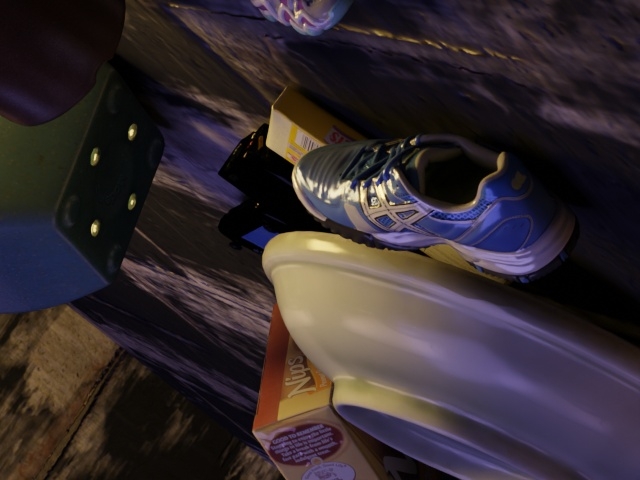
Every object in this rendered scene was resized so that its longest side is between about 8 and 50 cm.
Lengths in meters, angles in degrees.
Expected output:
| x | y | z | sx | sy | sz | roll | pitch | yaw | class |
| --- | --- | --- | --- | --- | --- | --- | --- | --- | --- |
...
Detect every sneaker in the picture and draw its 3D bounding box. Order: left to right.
| x | y | z | sx | sy | sz | roll | pitch | yaw | class |
| --- | --- | --- | --- | --- | --- | --- | --- | --- | --- |
| -0.027 | -0.148 | 1.000 | 0.069 | 0.038 | 0.098 | 40 | 166 | -30 | sneaker |
| 0.063 | -0.039 | 1.131 | 0.211 | 0.080 | 0.081 | 11 | 149 | 40 | sneaker |

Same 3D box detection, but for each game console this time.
| x | y | z | sx | sy | sz | roll | pitch | yaw | class |
| --- | --- | --- | --- | --- | --- | --- | --- | --- | --- |
| 0.000 | 0.000 | 1.512 | 0.213 | 0.044 | 0.361 | 36 | 169 | -7 | game console |

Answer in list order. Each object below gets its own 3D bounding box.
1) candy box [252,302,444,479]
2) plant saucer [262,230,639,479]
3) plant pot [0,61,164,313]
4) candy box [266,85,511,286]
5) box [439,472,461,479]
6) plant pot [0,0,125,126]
| x | y | z | sx | sy | sz | roll | pitch | yaw | class |
| --- | --- | --- | --- | --- | --- | --- | --- | --- | --- |
| 0.054 | 0.215 | 1.713 | 0.316 | 0.087 | 0.183 | 58 | -158 | -30 | candy box |
| 0.124 | 0.123 | 1.373 | 0.400 | 0.101 | 0.400 | 22 | 168 | 5 | plant saucer |
| -0.283 | -0.073 | 1.542 | 0.252 | 0.248 | 0.247 | 13 | 161 | 19 | plant pot |
| 0.053 | -0.032 | 1.278 | 0.206 | 0.027 | 0.105 | 34 | 171 | 3 | candy box |
| 0.181 | 0.287 | 1.598 | 0.165 | 0.270 | 0.143 | 22 | 163 | 47 | box |
| -0.230 | -0.169 | 1.216 | 0.165 | 0.167 | 0.167 | 33 | 172 | -41 | plant pot |
